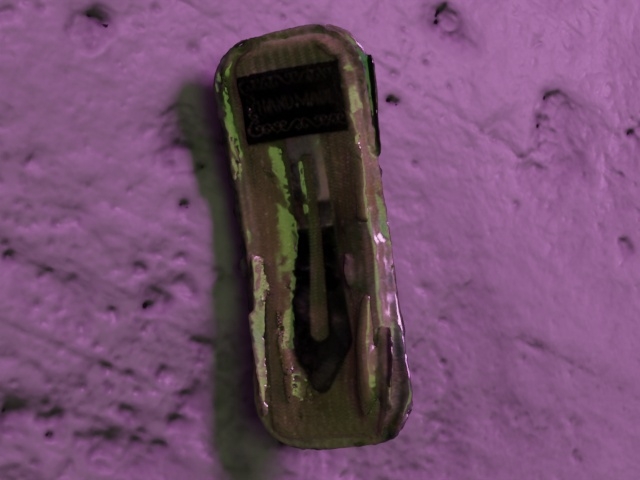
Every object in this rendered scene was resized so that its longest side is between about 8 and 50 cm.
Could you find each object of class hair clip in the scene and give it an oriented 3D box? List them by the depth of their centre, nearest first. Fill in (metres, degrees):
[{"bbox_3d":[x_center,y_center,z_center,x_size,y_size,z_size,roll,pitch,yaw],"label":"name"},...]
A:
[{"bbox_3d":[0.000,-0.001,0.694,0.091,0.138,0.321,3,81,-70],"label":"hair clip"}]
